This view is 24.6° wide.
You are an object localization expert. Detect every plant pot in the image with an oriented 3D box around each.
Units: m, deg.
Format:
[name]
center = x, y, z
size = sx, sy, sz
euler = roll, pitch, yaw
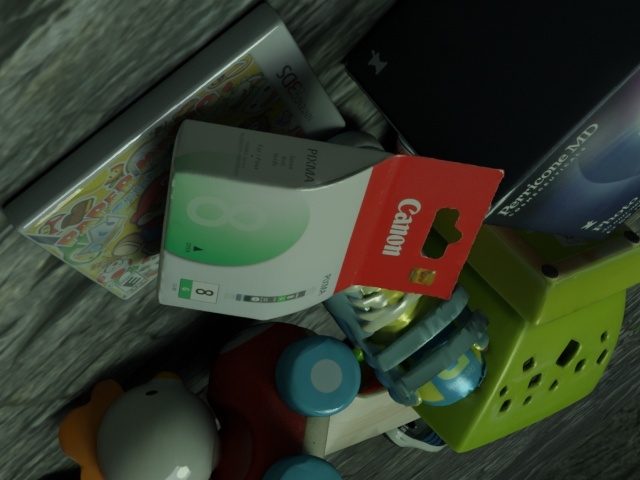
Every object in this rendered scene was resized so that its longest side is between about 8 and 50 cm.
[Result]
[plant pot]
center = 0.175, 0.039, 1.453
size = 0.228, 0.227, 0.207
euler = -18, 145, -42

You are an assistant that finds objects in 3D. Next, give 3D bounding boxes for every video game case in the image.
[video game case]
center = -0.095, -0.055, 1.068
size = 0.227, 0.026, 0.206
euler = -38, 160, 1

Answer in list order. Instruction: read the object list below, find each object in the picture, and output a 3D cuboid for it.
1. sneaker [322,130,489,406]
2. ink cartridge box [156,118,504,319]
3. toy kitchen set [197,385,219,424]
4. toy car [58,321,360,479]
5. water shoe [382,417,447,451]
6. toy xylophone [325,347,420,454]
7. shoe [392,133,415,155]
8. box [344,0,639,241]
[sneaker]
center = 0.062, 0.036, 1.242
size = 0.127, 0.208, 0.319
euler = -39, 164, 0
[ink cartridge box]
center = 0.000, 0.000, 1.050
size = 0.225, 0.056, 0.181
euler = 11, 147, -3
[toy kitchen set]
center = -0.077, 0.175, 1.529
size = 0.083, 0.068, 0.075
euler = -38, 160, 2
[toy car]
center = -0.116, 0.167, 1.343
size = 0.238, 0.210, 0.219
euler = 11, 170, -19
[water shoe]
center = 0.152, 0.248, 2.060
size = 0.080, 0.073, 0.203
euler = -46, 159, 16
[toy xylophone]
center = 0.086, 0.148, 1.722
size = 0.236, 0.081, 0.323
euler = -48, 157, 26
[shoe]
center = 0.089, -0.067, 1.272
size = 0.081, 0.063, 0.178
euler = -47, 171, 19
[box]
center = 0.228, -0.159, 1.164
size = 0.296, 0.183, 0.294
euler = -46, 157, 20
